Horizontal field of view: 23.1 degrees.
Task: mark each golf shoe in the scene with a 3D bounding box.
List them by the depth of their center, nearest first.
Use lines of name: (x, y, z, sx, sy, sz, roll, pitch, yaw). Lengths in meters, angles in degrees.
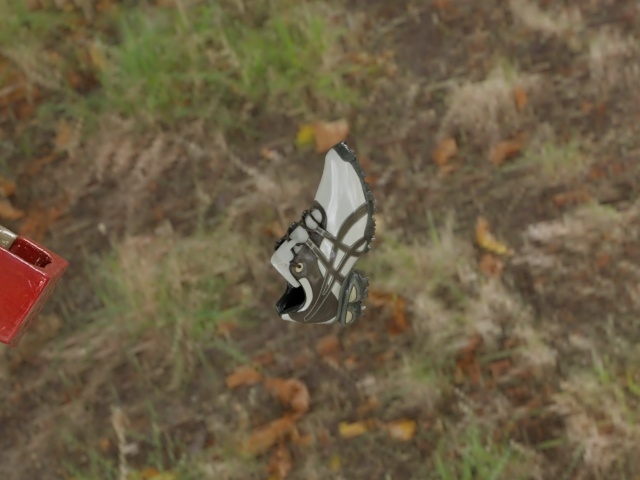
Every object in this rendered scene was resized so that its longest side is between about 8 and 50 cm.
golf shoe: (0.000, 0.000, 1.519, 0.093, 0.198, 0.077, -7, 29, -19)

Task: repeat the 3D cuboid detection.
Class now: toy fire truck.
toy fire truck: (-0.143, 0.056, 0.565, 0.135, 0.047, 0.192, -60, 5, -6)
